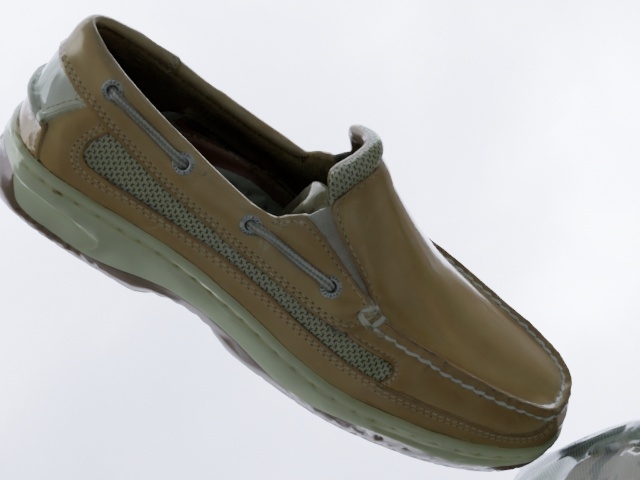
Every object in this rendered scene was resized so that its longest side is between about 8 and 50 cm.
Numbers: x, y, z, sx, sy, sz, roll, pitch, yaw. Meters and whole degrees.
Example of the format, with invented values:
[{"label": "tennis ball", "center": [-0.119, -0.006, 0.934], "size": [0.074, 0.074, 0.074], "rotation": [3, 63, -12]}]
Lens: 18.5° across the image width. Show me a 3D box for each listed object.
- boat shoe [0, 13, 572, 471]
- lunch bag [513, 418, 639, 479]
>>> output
[{"label": "boat shoe", "center": [0.000, 0.000, 0.571], "size": [0.190, 0.068, 0.072], "rotation": [28, -58, -12]}, {"label": "lunch bag", "center": [0.148, 0.194, 0.536], "size": [0.212, 0.256, 0.305], "rotation": [31, -121, -38]}]
